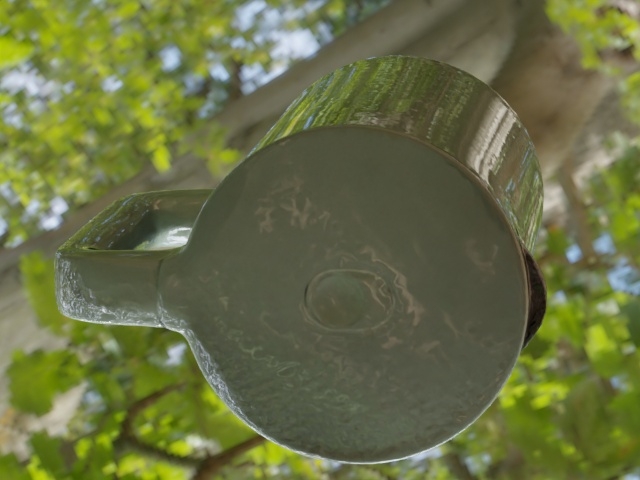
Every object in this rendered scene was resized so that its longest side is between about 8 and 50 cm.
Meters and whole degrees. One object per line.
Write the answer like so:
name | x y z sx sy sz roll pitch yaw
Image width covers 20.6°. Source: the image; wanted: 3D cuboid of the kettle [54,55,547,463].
kettle | 0.010 -0.011 1.104 0.265 0.205 0.318 31 -165 0
